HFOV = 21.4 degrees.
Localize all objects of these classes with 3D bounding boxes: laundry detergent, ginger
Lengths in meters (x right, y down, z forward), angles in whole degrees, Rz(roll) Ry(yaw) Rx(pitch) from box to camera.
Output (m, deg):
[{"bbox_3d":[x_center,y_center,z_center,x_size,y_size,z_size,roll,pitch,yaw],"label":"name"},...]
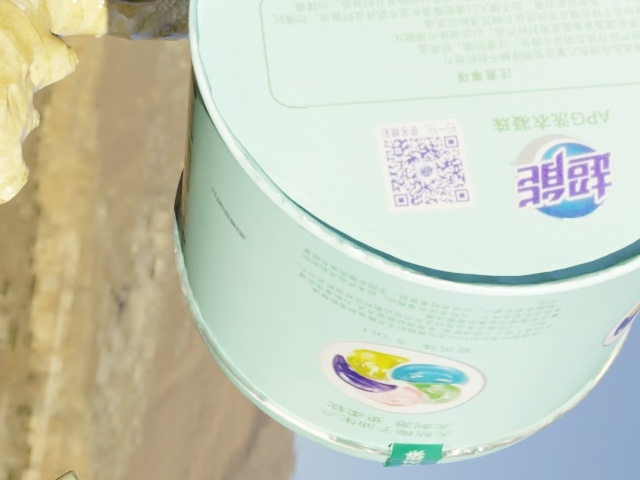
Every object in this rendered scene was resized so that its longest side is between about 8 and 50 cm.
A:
[{"bbox_3d":[0.062,-0.040,0.943,0.305,0.287,0.287,103,-6,-64],"label":"laundry detergent"},{"bbox_3d":[-0.294,-0.218,1.434,0.122,0.363,0.348,-53,-178,40],"label":"ginger"}]

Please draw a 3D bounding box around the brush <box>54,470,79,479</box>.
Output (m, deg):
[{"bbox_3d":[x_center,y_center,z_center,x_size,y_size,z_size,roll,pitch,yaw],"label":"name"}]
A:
[{"bbox_3d":[-0.328,0.299,1.735,0.034,0.190,0.027,58,-20,-2],"label":"brush"}]
